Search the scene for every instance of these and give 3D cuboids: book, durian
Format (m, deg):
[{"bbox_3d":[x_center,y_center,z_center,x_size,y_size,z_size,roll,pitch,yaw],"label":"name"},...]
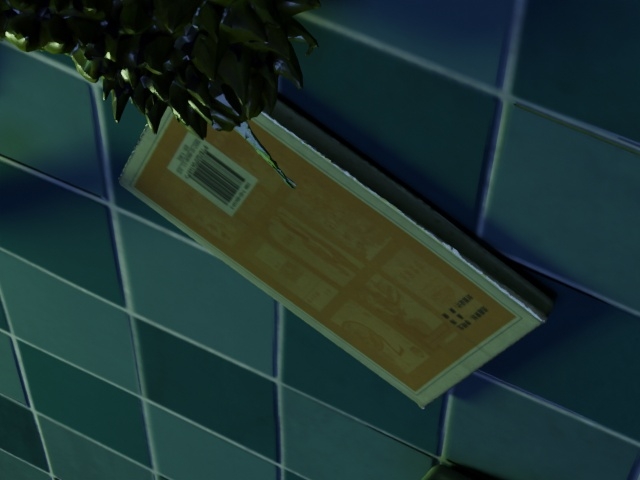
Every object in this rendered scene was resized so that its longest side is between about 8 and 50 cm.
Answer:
[{"bbox_3d":[0.000,-0.001,0.871,0.242,0.018,0.170,36,149,-4],"label":"book"},{"bbox_3d":[-0.160,-0.159,0.719,0.356,0.157,0.169,24,170,14],"label":"durian"}]

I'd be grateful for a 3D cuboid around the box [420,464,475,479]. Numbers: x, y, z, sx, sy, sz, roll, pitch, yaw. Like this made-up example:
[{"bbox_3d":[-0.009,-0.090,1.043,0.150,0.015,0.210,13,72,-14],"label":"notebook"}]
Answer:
[{"bbox_3d":[0.105,0.266,1.023,0.129,0.148,0.210,26,147,28],"label":"box"}]
